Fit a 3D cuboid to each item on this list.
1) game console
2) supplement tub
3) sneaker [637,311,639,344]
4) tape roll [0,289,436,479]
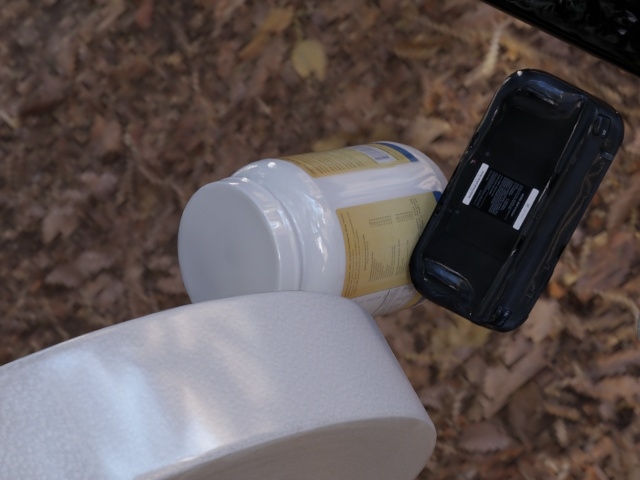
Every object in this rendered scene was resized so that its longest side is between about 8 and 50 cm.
[{"bbox_3d":[0.172,-0.107,1.128,0.361,0.213,0.044,-63,-7,11],"label":"game console"},{"bbox_3d":[0.000,0.000,1.193,0.199,0.144,0.144,-12,15,-42],"label":"supplement tub"},{"bbox_3d":[0.379,0.102,1.341,0.103,0.252,0.111,-49,29,25],"label":"sneaker"},{"bbox_3d":[-0.128,0.158,0.719,0.392,0.392,0.072,-33,70,11],"label":"tape roll"}]
